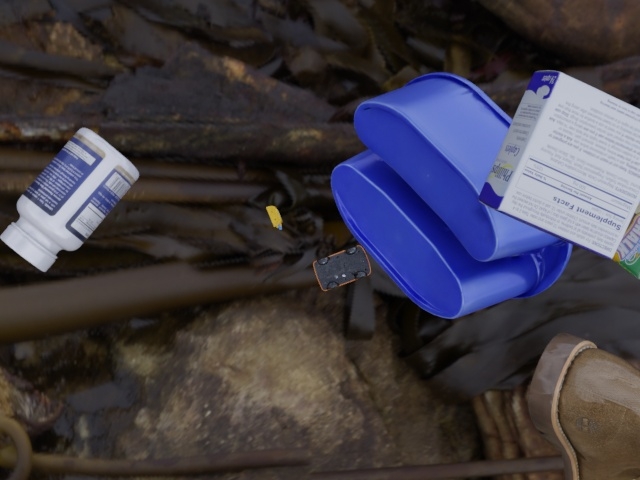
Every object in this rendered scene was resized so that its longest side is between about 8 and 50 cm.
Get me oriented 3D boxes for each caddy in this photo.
[{"bbox_3d":[0.175,-0.064,1.249,0.179,0.241,0.341,-20,58,-36],"label":"caddy"}]

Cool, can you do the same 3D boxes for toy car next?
[{"bbox_3d":[0.000,0.000,1.010,0.060,0.040,0.122,-38,84,0],"label":"toy car"}]

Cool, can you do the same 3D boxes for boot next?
[{"bbox_3d":[0.282,0.184,0.837,0.115,0.305,0.112,17,73,37],"label":"boot"}]

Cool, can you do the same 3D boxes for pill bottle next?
[{"bbox_3d":[-0.311,-0.047,1.172,0.094,0.094,0.169,39,81,0],"label":"pill bottle"}]

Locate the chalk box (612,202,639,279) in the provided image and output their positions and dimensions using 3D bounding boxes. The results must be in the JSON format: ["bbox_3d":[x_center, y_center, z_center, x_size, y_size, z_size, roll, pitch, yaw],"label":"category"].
[{"bbox_3d":[0.440,-0.018,1.227,0.132,0.132,0.213,19,21,-38],"label":"chalk box"}]

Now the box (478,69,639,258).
[{"bbox_3d":[0.236,-0.071,0.892,0.126,0.072,0.137,22,96,-12],"label":"box"}]
